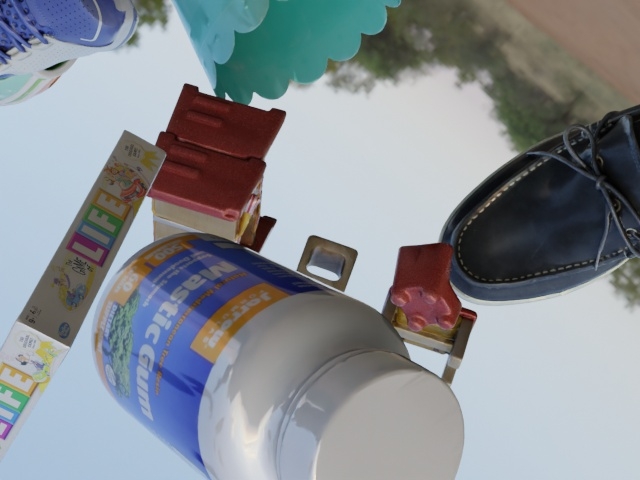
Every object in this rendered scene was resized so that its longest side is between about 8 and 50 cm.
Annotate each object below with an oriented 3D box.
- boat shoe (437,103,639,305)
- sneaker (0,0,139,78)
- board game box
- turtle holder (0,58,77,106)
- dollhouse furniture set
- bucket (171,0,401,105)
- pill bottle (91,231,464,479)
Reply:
[{"bbox_3d":[0.354,-0.067,1.280,0.156,0.500,0.186,7,-118,-68],"label":"boat shoe"},{"bbox_3d":[-0.325,-0.193,1.075,0.316,0.182,0.127,-1,124,49],"label":"sneaker"},{"bbox_3d":[-0.129,0.026,0.555,0.026,0.103,0.154,29,-143,-11],"label":"board game box"},{"bbox_3d":[-0.452,-0.336,1.519,0.227,0.320,0.243,17,-147,32],"label":"turtle holder"},{"bbox_3d":[0.000,0.000,1.197,0.374,0.201,0.152,18,-126,4],"label":"dollhouse furniture set"},{"bbox_3d":[-0.056,-0.318,1.380,0.183,0.281,0.281,61,-164,12],"label":"bucket"},{"bbox_3d":[-0.034,0.094,0.740,0.152,0.152,0.272,34,173,-35],"label":"pill bottle"}]
